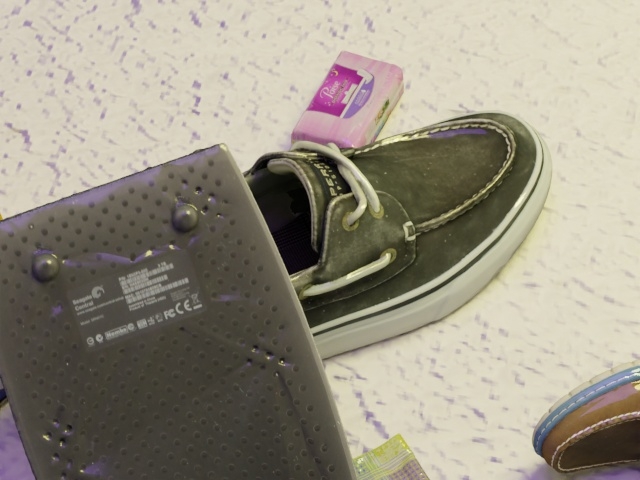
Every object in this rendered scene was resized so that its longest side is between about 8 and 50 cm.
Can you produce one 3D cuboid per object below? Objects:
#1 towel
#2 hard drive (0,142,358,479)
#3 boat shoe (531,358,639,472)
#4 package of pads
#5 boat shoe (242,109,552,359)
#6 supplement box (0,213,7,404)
[{"bbox_3d":[0.041,0.156,1.110,0.060,0.009,0.083,-24,53,-10],"label":"towel"},{"bbox_3d":[-0.084,0.090,1.074,0.172,0.054,0.255,-20,89,-7],"label":"hard drive"},{"bbox_3d":[0.214,0.104,1.091,0.183,0.066,0.066,-17,53,-5],"label":"boat shoe"},{"bbox_3d":[0.018,-0.087,1.288,0.050,0.032,0.083,18,57,19],"label":"package of pads"},{"bbox_3d":[0.000,0.000,1.167,0.335,0.119,0.121,-30,54,-15],"label":"boat shoe"},{"bbox_3d":[-0.367,-0.009,1.178,0.356,0.195,0.194,34,63,28],"label":"supplement box"}]
